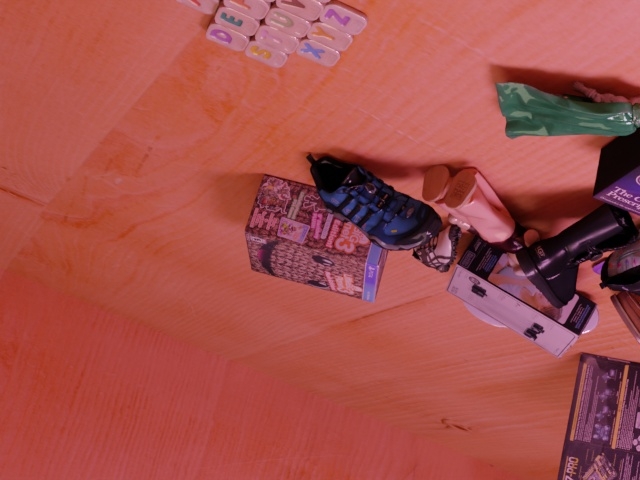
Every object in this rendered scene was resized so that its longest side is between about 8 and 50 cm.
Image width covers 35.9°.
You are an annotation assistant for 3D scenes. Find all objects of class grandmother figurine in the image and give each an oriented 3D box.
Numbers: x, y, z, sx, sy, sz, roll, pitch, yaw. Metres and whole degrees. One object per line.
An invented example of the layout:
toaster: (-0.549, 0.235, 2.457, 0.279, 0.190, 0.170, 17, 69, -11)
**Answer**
grandmother figurine: (0.343, -0.027, 1.901, 0.342, 0.104, 0.208, 34, 180, -43)

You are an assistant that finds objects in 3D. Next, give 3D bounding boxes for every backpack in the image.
backpack: (0.618, 0.037, 1.820, 0.152, 0.115, 0.182, 9, 159, -12)

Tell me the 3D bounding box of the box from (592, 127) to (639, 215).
box: (0.592, -0.093, 1.545, 0.261, 0.103, 0.184, 20, 155, -8)

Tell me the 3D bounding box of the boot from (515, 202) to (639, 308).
boot: (0.493, 0.028, 1.828, 0.207, 0.094, 0.246, -28, 150, 18)

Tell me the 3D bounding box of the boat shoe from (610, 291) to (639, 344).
boat shoe: (0.739, 0.213, 2.077, 0.104, 0.111, 0.307, -40, 91, 19)

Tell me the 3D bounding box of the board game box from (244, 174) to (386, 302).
board game box: (0.000, 0.000, 2.139, 0.291, 0.141, 0.232, 14, 158, 7)

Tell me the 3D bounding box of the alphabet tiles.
alphabet tiles: (-0.080, -0.352, 1.511, 0.278, 0.021, 0.284, 22, 158, -13)

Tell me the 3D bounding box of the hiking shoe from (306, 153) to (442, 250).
hiking shoe: (0.091, -0.071, 1.866, 0.304, 0.113, 0.132, 21, 160, 42)

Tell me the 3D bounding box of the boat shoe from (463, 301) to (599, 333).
boat shoe: (0.470, 0.150, 2.221, 0.301, 0.108, 0.102, 7, 176, 10)

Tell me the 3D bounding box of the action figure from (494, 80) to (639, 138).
action figure: (0.390, -0.195, 1.490, 0.232, 0.063, 0.137, 9, 156, 28)

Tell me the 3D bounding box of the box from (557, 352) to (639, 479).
box: (0.769, 0.500, 2.443, 0.318, 0.395, 0.097, 9, 157, 17)

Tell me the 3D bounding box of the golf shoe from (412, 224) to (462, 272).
golf shoe: (0.242, 0.015, 2.088, 0.093, 0.077, 0.198, 16, 157, 2)

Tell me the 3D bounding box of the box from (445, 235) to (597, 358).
box: (0.420, 0.120, 2.089, 0.290, 0.087, 0.169, 31, 160, 12)

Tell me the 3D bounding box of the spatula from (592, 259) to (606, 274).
spatula: (0.696, 0.118, 2.034, 0.296, 0.030, 0.084, 32, 157, -4)
